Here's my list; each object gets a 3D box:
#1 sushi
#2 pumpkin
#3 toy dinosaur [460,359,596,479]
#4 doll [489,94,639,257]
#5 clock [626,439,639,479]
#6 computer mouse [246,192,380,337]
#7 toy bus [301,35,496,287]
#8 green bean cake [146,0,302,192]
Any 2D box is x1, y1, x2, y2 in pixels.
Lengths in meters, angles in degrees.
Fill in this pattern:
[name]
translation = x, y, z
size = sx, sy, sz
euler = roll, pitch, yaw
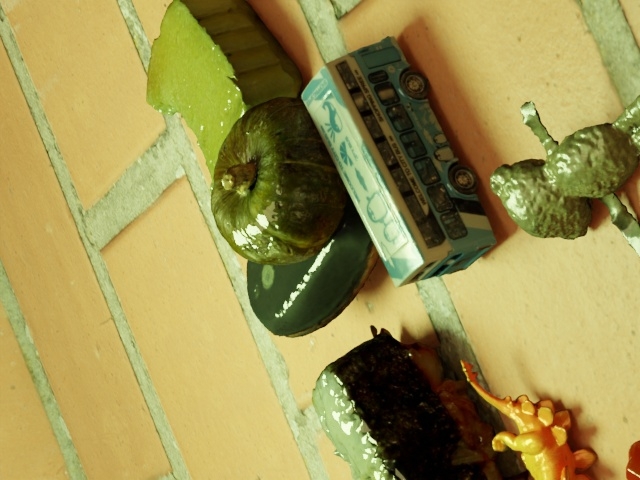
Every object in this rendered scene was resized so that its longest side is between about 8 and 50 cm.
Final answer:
[sushi]
translation = 0.118, 0.267, 2.097
size = 0.343, 0.182, 0.196
euler = 61, 153, 18
[pumpkin]
translation = -0.065, -0.070, 2.048
size = 0.219, 0.162, 0.219
euler = -13, 73, 51
[toy dinosaur]
translation = 0.274, 0.256, 1.942
size = 0.117, 0.070, 0.288
euler = -36, 80, 47
[doll]
translation = 0.291, -0.093, 1.699
size = 0.203, 0.091, 0.286
euler = 21, 144, 12
[clock]
translation = 0.392, 0.318, 1.795
size = 0.113, 0.061, 0.155
euler = 24, 128, 50
[computer mouse]
translation = 0.004, 0.000, 2.177
size = 0.323, 0.116, 0.183
euler = -55, 47, 38
[toy bus]
translation = 0.097, -0.096, 1.962
size = 0.297, 0.131, 0.106
euler = 63, 150, 13
[green bean cake]
translation = -0.138, -0.215, 2.278
size = 0.236, 0.124, 0.233
euler = 54, 145, 26
